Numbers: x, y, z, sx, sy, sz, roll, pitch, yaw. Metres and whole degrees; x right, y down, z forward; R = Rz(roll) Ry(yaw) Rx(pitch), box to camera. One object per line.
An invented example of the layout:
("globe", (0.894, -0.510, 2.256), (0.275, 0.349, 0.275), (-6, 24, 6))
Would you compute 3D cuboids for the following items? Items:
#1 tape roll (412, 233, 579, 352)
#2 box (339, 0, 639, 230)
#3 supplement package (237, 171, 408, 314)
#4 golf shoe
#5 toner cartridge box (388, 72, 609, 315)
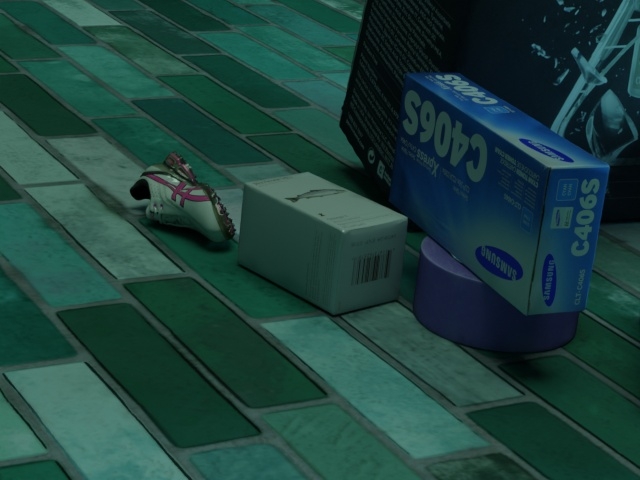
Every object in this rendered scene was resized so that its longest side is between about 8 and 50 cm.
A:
("tape roll", (0.202, 0.053, 1.792), (0.189, 0.080, 0.189), (5, 21, -2))
("box", (0.324, -0.288, 2.107), (0.480, 0.471, 0.297), (-3, 36, -21))
("supplement package", (0.000, 0.000, 1.835), (0.105, 0.105, 0.179), (-13, 27, -40))
("golf shoe", (-0.170, -0.038, 1.970), (0.086, 0.067, 0.186), (-35, 39, -12))
("toner cartridge box", (0.186, -0.061, 1.743), (0.075, 0.165, 0.348), (-4, 22, -22))
